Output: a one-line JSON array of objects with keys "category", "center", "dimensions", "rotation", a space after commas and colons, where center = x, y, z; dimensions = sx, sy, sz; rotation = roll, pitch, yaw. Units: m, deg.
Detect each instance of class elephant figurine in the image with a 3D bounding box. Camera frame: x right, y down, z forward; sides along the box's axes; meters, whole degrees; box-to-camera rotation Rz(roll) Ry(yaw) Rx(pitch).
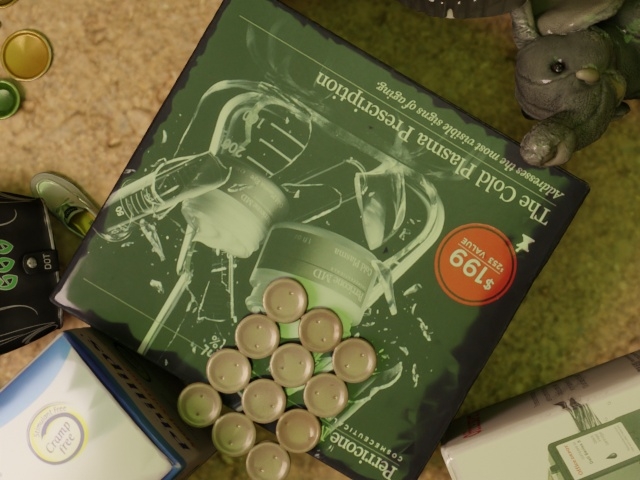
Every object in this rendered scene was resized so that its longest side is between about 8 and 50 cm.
[{"category": "elephant figurine", "center": [0.223, -0.153, 1.601], "dimensions": [0.239, 0.186, 0.169], "rotation": [-18, 86, -18]}]

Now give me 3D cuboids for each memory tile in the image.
[{"category": "memory tile", "center": [-0.034, 0.115, 1.556], "dimensions": [0.113, 0.012, 0.148], "rotation": [40, 93, -2]}]

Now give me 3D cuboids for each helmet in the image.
[{"category": "helmet", "center": [-0.316, 0.031, 1.702], "dimensions": [0.161, 0.169, 0.169], "rotation": [-8, 89, -13]}]

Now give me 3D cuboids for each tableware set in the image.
[{"category": "tableware set", "center": [-0.290, -0.194, 1.762], "dimensions": [0.104, 0.024, 0.154], "rotation": [29, 91, 4]}]

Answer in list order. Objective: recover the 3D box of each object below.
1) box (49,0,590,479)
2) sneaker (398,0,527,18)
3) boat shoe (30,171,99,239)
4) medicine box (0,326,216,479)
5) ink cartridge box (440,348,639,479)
[{"category": "box", "center": [0.000, 0.000, 1.646], "dimensions": [0.343, 0.179, 0.312], "rotation": [30, 93, -1]}, {"category": "sneaker", "center": [0.042, -0.305, 1.672], "dimensions": [0.410, 0.182, 0.158], "rotation": [21, 130, 29]}, {"category": "boat shoe", "center": [-0.225, -0.026, 1.749], "dimensions": [0.100, 0.035, 0.035], "rotation": [43, 92, 3]}, {"category": "medicine box", "center": [-0.235, 0.211, 1.620], "dimensions": [0.263, 0.289, 0.149], "rotation": [-43, 86, 3]}, {"category": "ink cartridge box", "center": [0.248, 0.169, 1.628], "dimensions": [0.273, 0.198, 0.115], "rotation": [-22, 89, 4]}]
